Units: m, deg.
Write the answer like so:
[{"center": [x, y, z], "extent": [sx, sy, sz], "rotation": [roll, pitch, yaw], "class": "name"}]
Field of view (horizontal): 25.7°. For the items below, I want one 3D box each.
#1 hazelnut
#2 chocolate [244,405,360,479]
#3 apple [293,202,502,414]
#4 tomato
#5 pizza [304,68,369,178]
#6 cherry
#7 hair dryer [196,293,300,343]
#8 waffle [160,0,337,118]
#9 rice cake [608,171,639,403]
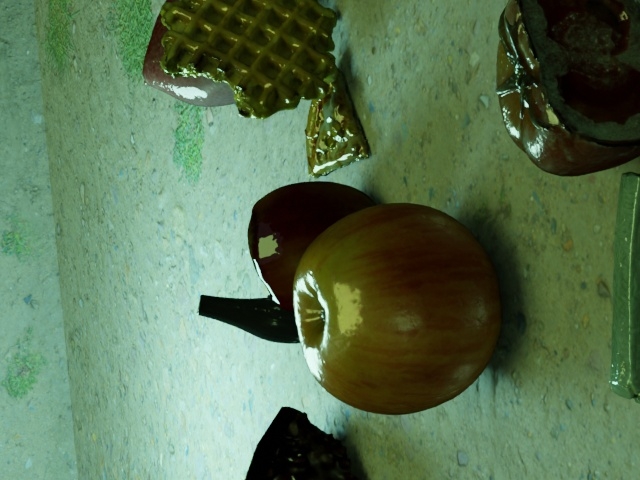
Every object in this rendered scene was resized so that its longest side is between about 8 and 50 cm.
[{"center": [0.000, 0.000, 2.048], "extent": [0.208, 0.208, 0.208], "rotation": [176, 90, -65], "class": "hazelnut"}, {"center": [0.001, 0.383, 2.164], "extent": [0.177, 0.206, 0.224], "rotation": [19, 131, 16], "class": "chocolate"}, {"center": [0.091, 0.083, 1.779], "extent": [0.286, 0.233, 0.286], "rotation": [176, 90, -66], "class": "apple"}, {"center": [0.258, -0.161, 1.472], "extent": [0.155, 0.180, 0.214], "rotation": [124, 140, -61], "class": "tomato"}, {"center": [0.021, -0.152, 2.123], "extent": [0.176, 0.036, 0.185], "rotation": [-123, 38, -46], "class": "pizza"}, {"center": [-0.160, -0.319, 2.260], "extent": [0.239, 0.206, 0.239], "rotation": [-1, 89, 41], "class": "cherry"}, {"center": [-0.098, 0.087, 2.299], "extent": [0.219, 0.195, 0.075], "rotation": [-88, 12, -63], "class": "hair dryer"}, {"center": [-0.103, -0.293, 2.093], "extent": [0.051, 0.291, 0.291], "rotation": [99, 156, -60], "class": "waffle"}, {"center": [0.334, 0.050, 1.486], "extent": [0.045, 0.042, 0.245], "rotation": [-162, 70, -66], "class": "rice cake"}]
